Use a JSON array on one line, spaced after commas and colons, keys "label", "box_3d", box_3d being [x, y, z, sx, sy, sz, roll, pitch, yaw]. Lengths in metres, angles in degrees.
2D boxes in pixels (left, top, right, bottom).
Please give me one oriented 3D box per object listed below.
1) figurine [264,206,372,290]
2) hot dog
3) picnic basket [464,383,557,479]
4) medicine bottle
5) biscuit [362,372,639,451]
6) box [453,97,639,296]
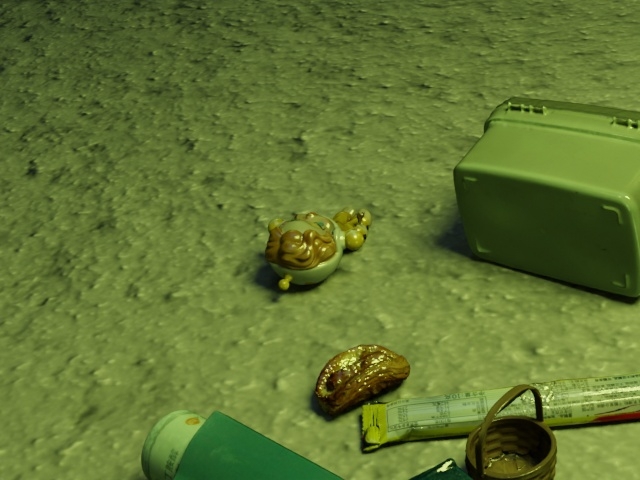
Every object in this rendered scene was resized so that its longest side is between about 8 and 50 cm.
[{"label": "figurine", "box_3d": [-0.004, -0.001, 1.052, 0.101, 0.068, 0.143, 0, 20, 8]}, {"label": "hot dog", "box_3d": [0.034, 0.113, 0.873, 0.083, 0.035, 0.058, -24, 21, -20]}, {"label": "picnic basket", "box_3d": [0.135, 0.143, 0.750, 0.072, 0.083, 0.072, -7, 32, 4]}, {"label": "medicine bottle", "box_3d": [-0.011, 0.182, 0.731, 0.258, 0.079, 0.124, 17, 44, 38]}, {"label": "biscuit", "box_3d": [0.176, 0.129, 0.818, 0.292, 0.026, 0.048, -7, 35, 6]}, {"label": "box", "box_3d": [0.238, -0.045, 0.976, 0.210, 0.148, 0.129, 16, 47, 39]}]
